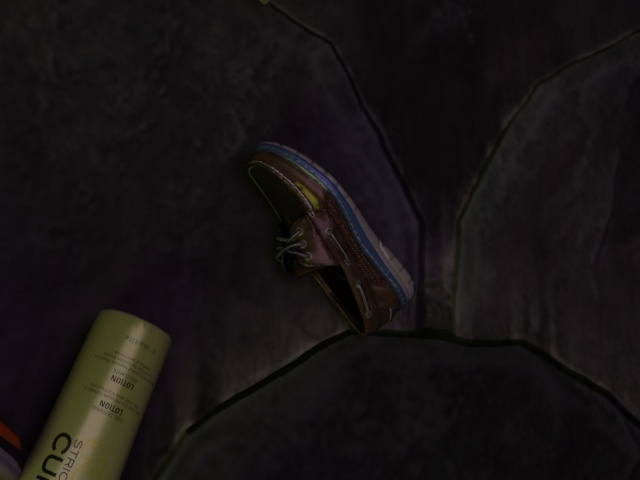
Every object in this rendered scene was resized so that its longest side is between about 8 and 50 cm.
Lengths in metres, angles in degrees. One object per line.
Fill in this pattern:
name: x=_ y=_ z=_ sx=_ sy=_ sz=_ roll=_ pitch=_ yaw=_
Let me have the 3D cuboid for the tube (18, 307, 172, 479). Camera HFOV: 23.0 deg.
tube: x=-0.179 y=0.169 z=1.151 sx=0.070 sy=0.062 sz=0.240 roll=15 pitch=70 yaw=20

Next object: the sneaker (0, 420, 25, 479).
sneaker: x=-0.318 y=0.039 z=1.076 sx=0.321 sy=0.124 sz=0.180 roll=38 pitch=47 yaw=-29

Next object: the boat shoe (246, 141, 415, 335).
boat shoe: x=0.000 y=0.000 z=1.281 sx=0.183 sy=0.066 sz=0.066 roll=46 pitch=63 yaw=-9

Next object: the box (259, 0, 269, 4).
box: x=-0.090 y=-0.366 z=1.300 sx=0.311 sy=0.121 sz=0.148 roll=45 pitch=62 yaw=-11
